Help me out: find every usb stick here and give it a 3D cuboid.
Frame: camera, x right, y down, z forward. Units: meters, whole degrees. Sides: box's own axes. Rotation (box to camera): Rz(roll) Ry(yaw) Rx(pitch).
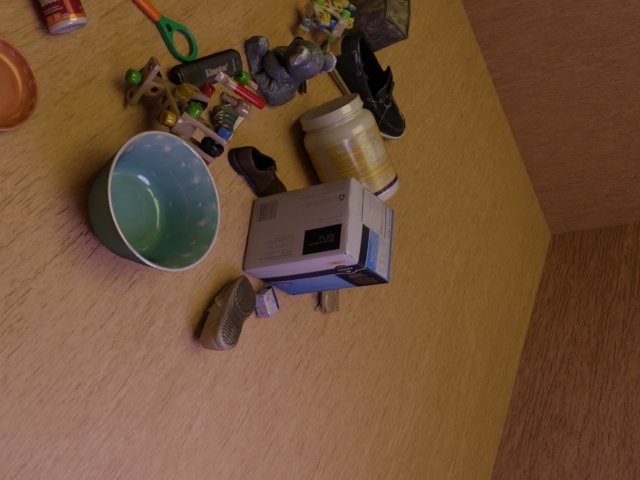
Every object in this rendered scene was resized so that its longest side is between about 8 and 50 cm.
[{"bbox_3d":[-0.303,-0.458,1.802,0.278,0.045,0.077,-41,120,-51],"label":"usb stick"}]

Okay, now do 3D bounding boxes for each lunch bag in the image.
[{"bbox_3d":[-0.146,0.169,1.866,0.083,0.053,0.071,-35,112,-62],"label":"lunch bag"},{"bbox_3d":[0.201,-0.846,2.432,0.169,0.235,0.287,27,61,-42],"label":"lunch bag"}]

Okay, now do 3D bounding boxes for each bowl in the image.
[{"bbox_3d":[-0.390,-0.075,1.488,0.311,0.163,0.312,17,69,-52],"label":"bowl"}]

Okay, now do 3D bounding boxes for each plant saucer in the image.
[{"bbox_3d":[-0.647,-0.307,1.296,0.200,0.037,0.200,16,70,-51],"label":"plant saucer"}]

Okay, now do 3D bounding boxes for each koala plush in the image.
[{"bbox_3d":[-0.076,-0.519,1.980,0.196,0.221,0.203,-2,84,-55],"label":"koala plush"}]

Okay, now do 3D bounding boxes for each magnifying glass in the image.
[{"bbox_3d":[-0.400,-0.551,1.712,0.231,0.026,0.092,45,48,-42],"label":"magnifying glass"}]

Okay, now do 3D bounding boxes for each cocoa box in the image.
[{"bbox_3d":[0.000,0.000,1.853,0.228,0.347,0.232,32,56,-47],"label":"cocoa box"}]

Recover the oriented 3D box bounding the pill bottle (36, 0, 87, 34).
[{"bbox_3d":[-0.564,-0.526,1.421,0.086,0.086,0.152,-35,110,-52],"label":"pill bottle"}]

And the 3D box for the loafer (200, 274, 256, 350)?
[{"bbox_3d":[-0.240,0.182,1.704,0.268,0.092,0.102,-68,138,-59],"label":"loafer"}]

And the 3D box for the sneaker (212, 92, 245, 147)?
[{"bbox_3d":[-0.267,-0.325,1.812,0.086,0.064,0.192,48,45,-26],"label":"sneaker"}]

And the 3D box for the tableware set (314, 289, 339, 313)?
[{"bbox_3d":[0.018,0.133,2.115,0.128,0.039,0.194,14,76,-65],"label":"tableware set"}]

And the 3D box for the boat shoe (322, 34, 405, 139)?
[{"bbox_3d":[0.196,-0.550,2.428,0.500,0.156,0.187,47,45,-40],"label":"boat shoe"}]

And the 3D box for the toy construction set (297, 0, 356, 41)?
[{"bbox_3d":[0.013,-0.813,2.258,0.215,0.151,0.328,8,66,-28],"label":"toy construction set"}]

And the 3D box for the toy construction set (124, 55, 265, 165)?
[{"bbox_3d":[-0.317,-0.326,1.557,0.237,0.308,0.258,28,52,-42],"label":"toy construction set"}]

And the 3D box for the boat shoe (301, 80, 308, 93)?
[{"bbox_3d":[-0.063,-0.537,2.161,0.046,0.038,0.125,-145,-133,-81],"label":"boat shoe"}]

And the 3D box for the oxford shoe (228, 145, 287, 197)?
[{"bbox_3d":[-0.157,-0.186,1.899,0.227,0.096,0.083,41,49,-44],"label":"oxford shoe"}]

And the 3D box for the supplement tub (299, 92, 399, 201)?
[{"bbox_3d":[0.091,-0.276,2.137,0.241,0.241,0.331,-48,121,-48],"label":"supplement tub"}]
